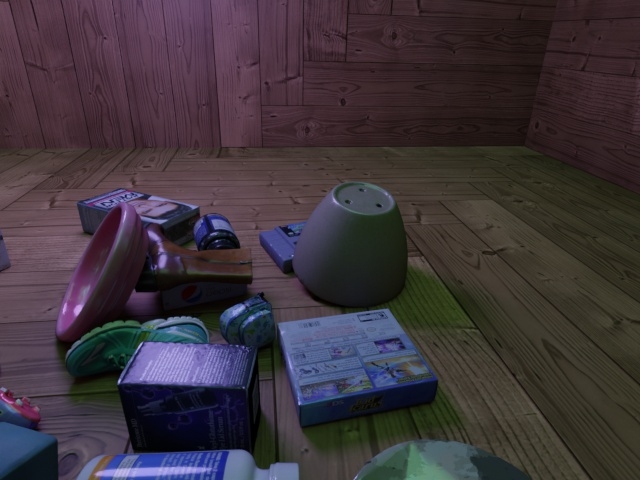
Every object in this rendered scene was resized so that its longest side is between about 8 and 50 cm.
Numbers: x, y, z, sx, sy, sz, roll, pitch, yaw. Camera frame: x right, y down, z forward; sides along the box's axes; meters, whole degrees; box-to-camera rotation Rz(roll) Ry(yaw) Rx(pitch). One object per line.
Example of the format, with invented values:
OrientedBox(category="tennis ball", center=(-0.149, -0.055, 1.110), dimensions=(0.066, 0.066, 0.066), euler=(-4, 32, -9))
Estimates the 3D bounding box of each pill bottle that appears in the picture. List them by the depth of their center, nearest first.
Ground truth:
OrientedBox(category="pill bottle", center=(-0.162, 0.353, 0.546), dimensions=(0.272, 0.152, 0.152), euler=(0, 26, -3))
OrientedBox(category="pill bottle", center=(-0.311, 0.009, 1.286), dimensions=(0.123, 0.122, 0.219), euler=(-8, 28, -20))

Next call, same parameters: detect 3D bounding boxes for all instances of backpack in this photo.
OrientedBox(category="backpack", center=(-0.159, 0.188, 0.944), dimensions=(0.114, 0.105, 0.084), euler=(-19, 31, -26))

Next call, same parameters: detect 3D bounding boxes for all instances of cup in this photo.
OrientedBox(category="cup", center=(0.099, -0.019, 1.167), dimensions=(0.331, 0.237, 0.331), euler=(6, 36, -5))

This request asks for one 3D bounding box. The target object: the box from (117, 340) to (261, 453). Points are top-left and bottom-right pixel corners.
OrientedBox(category="box", center=(-0.212, 0.265, 0.725), dimensions=(0.207, 0.153, 0.108), euler=(1, 26, 1))

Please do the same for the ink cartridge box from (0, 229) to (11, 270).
OrientedBox(category="ink cartridge box", center=(-0.979, -0.010, 1.205), dimensions=(0.140, 0.190, 0.082), euler=(10, 27, 18))

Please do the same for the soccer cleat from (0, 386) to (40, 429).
OrientedBox(category="soccer cleat", center=(-0.601, 0.294, 0.747), dimensions=(0.248, 0.083, 0.095), euler=(16, 58, 17))

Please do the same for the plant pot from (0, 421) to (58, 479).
OrientedBox(category="plant pot", center=(-0.462, 0.347, 0.529), dimensions=(0.165, 0.165, 0.234), euler=(8, 10, 13))

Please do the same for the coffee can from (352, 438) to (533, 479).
OrientedBox(category="coffee can", center=(0.108, 0.363, 0.396), dimensions=(0.202, 0.275, 0.201), euler=(1, 26, -1))

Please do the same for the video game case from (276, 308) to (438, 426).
OrientedBox(category="video game case", center=(0.062, 0.247, 0.883), dimensions=(0.270, 0.061, 0.244), euler=(-5, 25, -13))

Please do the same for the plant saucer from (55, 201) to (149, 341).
OrientedBox(category="plant saucer", center=(-0.493, 0.074, 0.985), dimensions=(0.084, 0.332, 0.332), euler=(28, 9, -34))

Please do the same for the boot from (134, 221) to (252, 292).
OrientedBox(category="boot", center=(-0.319, 0.027, 1.104), dimensions=(0.280, 0.096, 0.264), euler=(-4, 27, -14))

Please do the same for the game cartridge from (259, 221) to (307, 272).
OrientedBox(category="game cartridge", center=(0.000, 0.000, 1.403), dimensions=(0.355, 0.068, 0.230), euler=(-11, 33, -24))

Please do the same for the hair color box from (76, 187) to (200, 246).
OrientedBox(category="hair color box", center=(-0.613, -0.074, 1.453), dimensions=(0.374, 0.113, 0.185), euler=(14, 28, 22))

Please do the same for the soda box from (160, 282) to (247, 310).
OrientedBox(category="soda box", center=(-0.306, 0.115, 1.120), dimensions=(0.216, 0.074, 0.069), euler=(-10, 29, -22))

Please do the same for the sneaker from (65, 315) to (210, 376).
OrientedBox(category="sneaker", center=(-0.365, 0.225, 0.866), dimensions=(0.275, 0.107, 0.110), euler=(-8, 37, -19))
